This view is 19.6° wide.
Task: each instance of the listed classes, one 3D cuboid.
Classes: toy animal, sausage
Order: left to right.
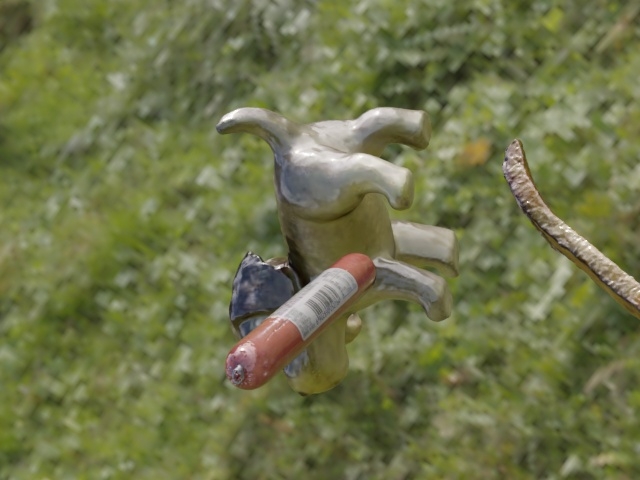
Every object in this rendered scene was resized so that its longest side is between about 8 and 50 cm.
[{"bbox_3d":[-0.008,0.045,1.115,0.029,0.029,0.223,-38,0,26],"label":"sausage"},{"bbox_3d":[0.014,0.008,1.337,0.169,0.233,0.121,4,39,7],"label":"toy animal"}]

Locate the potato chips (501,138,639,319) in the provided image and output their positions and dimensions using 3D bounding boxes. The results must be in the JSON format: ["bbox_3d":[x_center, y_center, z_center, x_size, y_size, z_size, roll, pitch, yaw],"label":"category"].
[{"bbox_3d":[0.188,0.000,1.348,0.037,0.026,0.204,-41,51,4],"label":"potato chips"}]
